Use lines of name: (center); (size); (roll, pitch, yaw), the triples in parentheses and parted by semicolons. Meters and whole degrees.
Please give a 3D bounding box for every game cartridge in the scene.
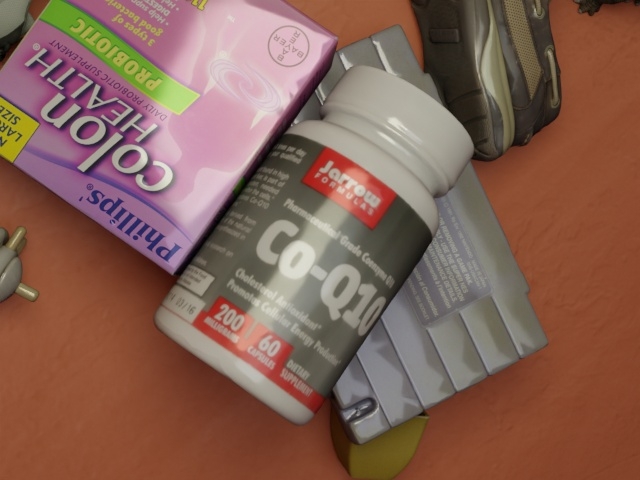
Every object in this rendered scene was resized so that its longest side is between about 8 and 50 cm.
game cartridge: (0.056, -0.010, 0.982); (0.230, 0.068, 0.355); (-25, 92, -17)

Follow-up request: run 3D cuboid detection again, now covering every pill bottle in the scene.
pill bottle: (0.000, 0.000, 0.858); (0.161, 0.161, 0.283); (38, 80, -20)

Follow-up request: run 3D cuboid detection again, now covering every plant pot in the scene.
plant pot: (0.054, 0.203, 1.047); (0.082, 0.081, 0.083); (9, 102, -20)

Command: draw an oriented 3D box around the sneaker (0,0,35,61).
sneaker: (-0.312, -0.180, 0.847); (0.271, 0.100, 0.108); (-48, 115, -5)

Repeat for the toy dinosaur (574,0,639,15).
toy dinosaur: (0.359, -0.284, 1.015); (0.314, 0.160, 0.121); (9, 97, -19)

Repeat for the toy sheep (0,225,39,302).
toy sheep: (-0.309, 0.017, 0.889); (0.132, 0.091, 0.091); (28, 90, -2)

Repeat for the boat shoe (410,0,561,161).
boat shoe: (0.163, -0.260, 0.985); (0.130, 0.132, 0.355); (-20, 114, -24)

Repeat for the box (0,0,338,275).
box: (-0.141, -0.127, 0.867); (0.213, 0.117, 0.243); (35, 88, -1)
